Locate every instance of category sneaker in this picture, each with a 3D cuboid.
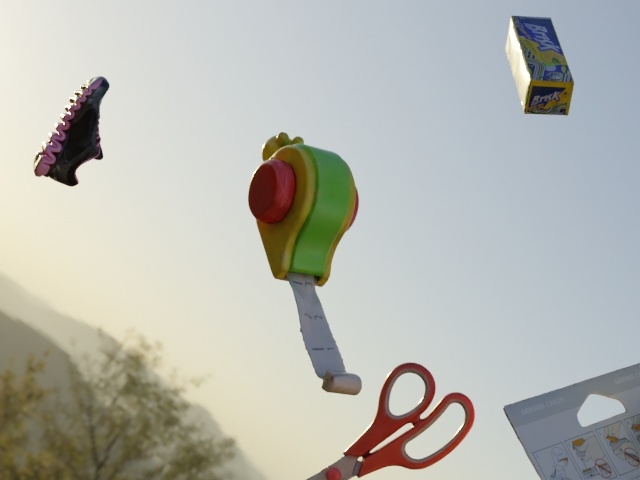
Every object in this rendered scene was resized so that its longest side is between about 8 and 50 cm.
[{"bbox_3d":[-0.236,-0.106,1.238,0.057,0.119,0.047,30,7,-19],"label":"sneaker"}]

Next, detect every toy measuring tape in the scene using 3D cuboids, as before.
[{"bbox_3d":[0.000,0.000,1.302,0.121,0.121,0.330,47,18,-50],"label":"toy measuring tape"}]

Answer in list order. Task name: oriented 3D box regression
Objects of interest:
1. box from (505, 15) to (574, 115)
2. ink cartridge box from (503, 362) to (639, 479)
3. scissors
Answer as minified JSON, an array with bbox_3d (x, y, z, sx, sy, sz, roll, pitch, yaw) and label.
[{"bbox_3d":[0.286,-0.232,1.638,0.059,0.169,0.054,2,-52,-4],"label":"box"},{"bbox_3d":[0.315,0.262,1.292,0.060,0.275,0.239,-47,-118,42],"label":"ink cartridge box"},{"bbox_3d":[0.036,0.253,1.350,0.109,0.297,0.021,47,-6,8],"label":"scissors"}]
